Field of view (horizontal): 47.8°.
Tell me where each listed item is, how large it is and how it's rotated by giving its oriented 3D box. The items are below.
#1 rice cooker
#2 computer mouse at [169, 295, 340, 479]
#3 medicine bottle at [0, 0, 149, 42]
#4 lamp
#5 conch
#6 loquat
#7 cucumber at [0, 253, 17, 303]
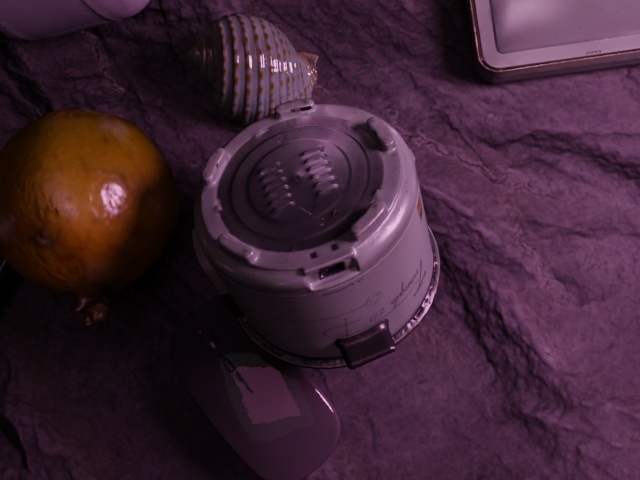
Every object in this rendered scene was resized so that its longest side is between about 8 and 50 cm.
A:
[{"bbox_3d":[0.000,0.000,0.768,0.241,0.227,0.281,-25,54,-1],"label":"rice cooker"},{"bbox_3d":[-0.079,0.168,0.828,0.120,0.057,0.232,-41,75,-2],"label":"computer mouse"},{"bbox_3d":[-0.386,-0.373,0.903,0.306,0.245,0.245,-10,76,14],"label":"medicine bottle"},{"bbox_3d":[0.311,-0.334,0.885,0.268,0.047,0.267,-6,77,8],"label":"lamp"},{"bbox_3d":[-0.087,-0.212,0.897,0.153,0.102,0.135,9,94,10],"label":"conch"},{"bbox_3d":[-0.268,-0.024,0.831,0.213,0.213,0.246,-11,77,6],"label":"loquat"},{"bbox_3d":[-0.424,0.068,0.905,0.058,0.058,0.187,26,83,14],"label":"cucumber"}]
